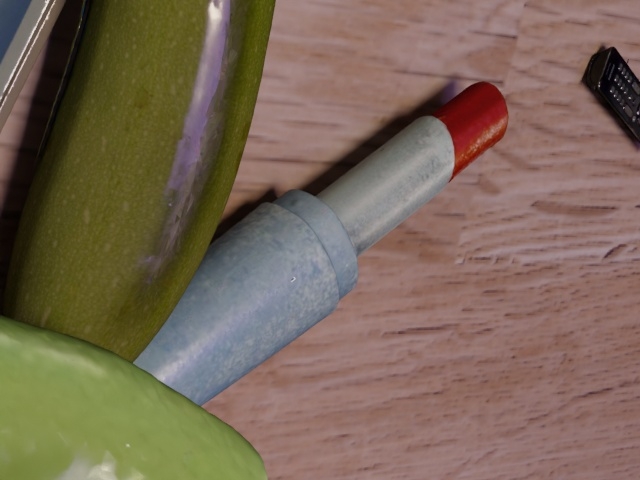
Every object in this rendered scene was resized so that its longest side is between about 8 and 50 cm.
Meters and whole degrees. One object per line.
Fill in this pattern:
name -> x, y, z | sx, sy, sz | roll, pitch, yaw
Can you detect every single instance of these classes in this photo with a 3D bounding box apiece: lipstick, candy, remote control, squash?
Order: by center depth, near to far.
candy -> -0.175, 0.094, 0.801 | 0.343, 0.132, 0.142 | 25, 69, -38
squash -> -0.084, -0.038, 0.894 | 0.094, 0.094, 0.341 | 5, 107, -46
lipstick -> 0.000, 0.000, 1.016 | 0.274, 0.061, 0.068 | -37, 131, -27
remote control -> 0.191, -0.087, 1.200 | 0.091, 0.016, 0.034 | 42, 62, -47

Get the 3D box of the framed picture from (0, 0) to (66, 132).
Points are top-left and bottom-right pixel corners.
framed picture -> -0.163, -0.100, 0.841 | 0.109, 0.011, 0.149 | 26, 90, -48
